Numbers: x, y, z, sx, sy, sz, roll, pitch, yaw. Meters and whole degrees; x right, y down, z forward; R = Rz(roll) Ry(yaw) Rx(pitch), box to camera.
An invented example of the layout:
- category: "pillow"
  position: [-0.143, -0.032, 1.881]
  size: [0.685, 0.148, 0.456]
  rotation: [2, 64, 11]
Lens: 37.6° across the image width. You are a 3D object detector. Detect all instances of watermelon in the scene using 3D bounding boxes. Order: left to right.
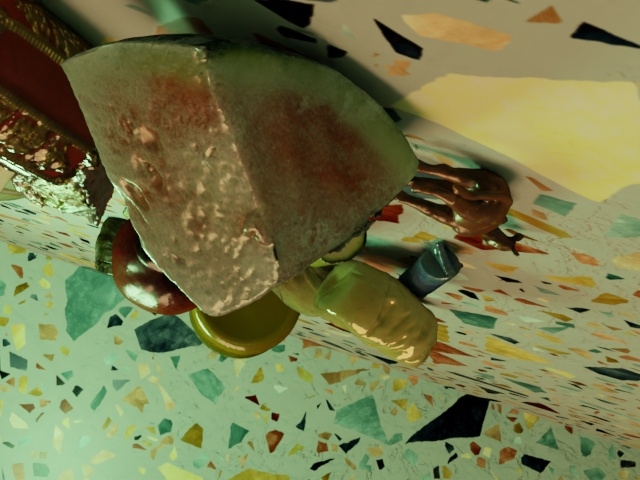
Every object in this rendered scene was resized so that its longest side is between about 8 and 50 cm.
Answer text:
- category: "watermelon"
  position: [-0.072, -0.051, 0.930]
  size: [0.228, 0.258, 0.387]
  rotation: [10, 169, 42]

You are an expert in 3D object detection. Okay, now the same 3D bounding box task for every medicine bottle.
- category: "medicine bottle"
  position: [-0.170, 0.140, 2.015]
  size: [0.224, 0.224, 0.384]
  rotation: [19, 169, -5]

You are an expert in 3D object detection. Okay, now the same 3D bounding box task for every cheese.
- category: "cheese"
  position: [0.099, 0.126, 1.604]
  size: [0.214, 0.117, 0.226]
  rotation: [35, 173, -13]

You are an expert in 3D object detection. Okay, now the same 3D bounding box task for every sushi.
- category: "sushi"
  position: [-0.413, -0.118, 1.484]
  size: [0.161, 0.108, 0.241]
  rotation: [17, 160, 2]

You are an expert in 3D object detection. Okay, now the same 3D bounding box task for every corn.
- category: "corn"
  position: [-0.052, 0.049, 1.671]
  size: [0.123, 0.122, 0.305]
  rotation: [9, 164, 31]

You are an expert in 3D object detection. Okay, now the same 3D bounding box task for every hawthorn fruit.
- category: "hawthorn fruit"
  position: [-0.296, 0.039, 1.752]
  size: [0.215, 0.215, 0.249]
  rotation: [26, 154, -35]

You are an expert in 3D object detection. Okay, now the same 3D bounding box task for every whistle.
- category: "whistle"
  position: [0.170, 0.058, 1.541]
  size: [0.062, 0.062, 0.304]
  rotation: [18, 168, -2]

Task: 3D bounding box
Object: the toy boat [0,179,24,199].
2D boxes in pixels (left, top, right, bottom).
- category: "toy boat"
  position: [-0.675, -0.119, 1.885]
  size: [0.293, 0.111, 0.276]
  rotation: [6, 174, 7]

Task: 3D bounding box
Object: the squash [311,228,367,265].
- category: "squash"
  position: [0.000, 0.000, 1.458]
  size: [0.095, 0.095, 0.188]
  rotation: [20, 168, -11]

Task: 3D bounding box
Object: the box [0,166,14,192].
- category: "box"
  position: [-0.663, -0.120, 1.385]
  size: [0.344, 0.122, 0.385]
  rotation: [25, 135, -28]

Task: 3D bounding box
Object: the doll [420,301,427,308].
- category: "doll"
  position: [0.144, 0.140, 1.906]
  size: [0.179, 0.102, 0.089]
  rotation: [15, -149, -7]

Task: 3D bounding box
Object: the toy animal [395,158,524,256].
- category: "toy animal"
  position: [0.178, -0.032, 1.122]
  size: [0.229, 0.066, 0.224]
  rotation: [16, 169, -16]

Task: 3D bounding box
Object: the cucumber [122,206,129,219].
- category: "cucumber"
  position: [-0.332, -0.050, 1.844]
  size: [0.107, 0.035, 0.067]
  rotation: [23, 149, -19]

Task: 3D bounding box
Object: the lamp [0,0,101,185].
- category: "lamp"
  position: [-0.334, -0.171, 1.002]
  size: [0.177, 0.177, 0.274]
  rotation: [11, 166, 31]

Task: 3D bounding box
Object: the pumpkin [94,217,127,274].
- category: "pumpkin"
  position: [-0.425, 0.024, 2.093]
  size: [0.126, 0.131, 0.248]
  rotation: [25, 164, -32]
